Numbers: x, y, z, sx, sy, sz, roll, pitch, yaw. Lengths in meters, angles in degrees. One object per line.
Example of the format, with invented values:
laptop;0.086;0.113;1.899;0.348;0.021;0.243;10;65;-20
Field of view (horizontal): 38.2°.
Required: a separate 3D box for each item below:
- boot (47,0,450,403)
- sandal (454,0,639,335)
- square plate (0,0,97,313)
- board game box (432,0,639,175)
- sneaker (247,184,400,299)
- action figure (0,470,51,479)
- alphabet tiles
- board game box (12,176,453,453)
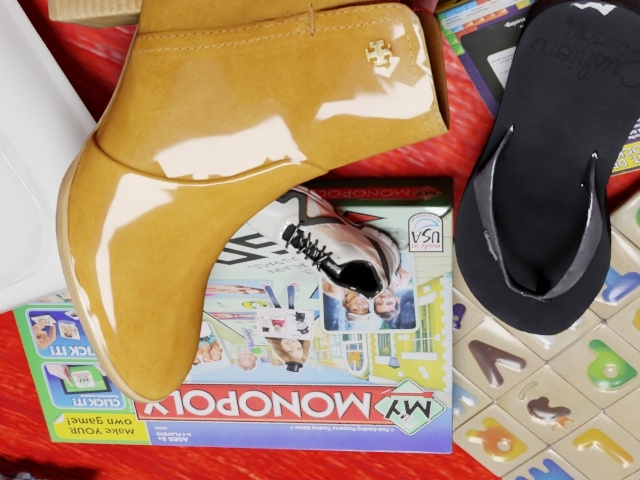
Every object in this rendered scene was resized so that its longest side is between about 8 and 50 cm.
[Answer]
boot;-0.034;-0.046;0.508;0.211;0.104;0.295;-1;103;19
sandal;0.126;-0.026;0.527;0.097;0.055;0.255;10;139;13
square plate;-0.323;-0.061;0.563;0.343;0.049;0.347;-20;120;15
board game box;0.170;-0.107;0.500;0.170;0.048;0.141;-13;130;35
sneaker;0.000;0.000;0.577;0.109;0.044;0.040;25;123;-5
action figure;-0.373;0.307;0.863;0.341;0.179;0.330;1;140;9
alphabet tiles;0.226;0.108;0.667;0.342;0.011;0.285;39;125;-7
board game box;-0.062;0.059;0.673;0.317;0.046;0.214;-1;120;8
